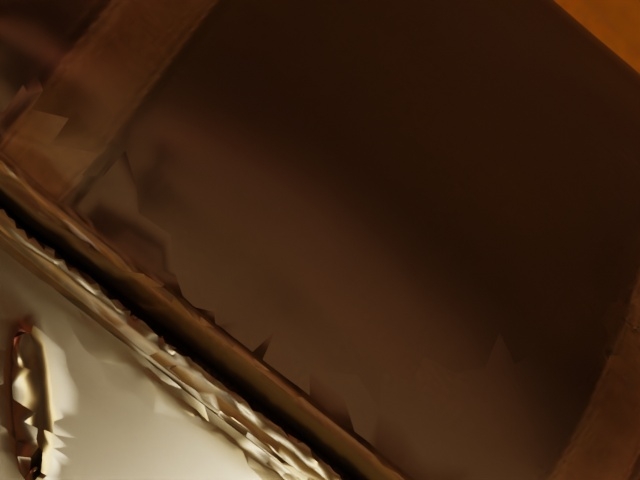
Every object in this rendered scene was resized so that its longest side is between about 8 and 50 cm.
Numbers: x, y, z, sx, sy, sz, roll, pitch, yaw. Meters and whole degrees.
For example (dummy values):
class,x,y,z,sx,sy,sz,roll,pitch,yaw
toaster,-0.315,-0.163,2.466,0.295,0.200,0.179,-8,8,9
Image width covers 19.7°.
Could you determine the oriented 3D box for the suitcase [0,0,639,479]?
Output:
class,x,y,z,sx,sy,sz,roll,pitch,yaw
suitcase,0.000,0.000,0.673,0.434,0.194,0.283,40,42,-9
